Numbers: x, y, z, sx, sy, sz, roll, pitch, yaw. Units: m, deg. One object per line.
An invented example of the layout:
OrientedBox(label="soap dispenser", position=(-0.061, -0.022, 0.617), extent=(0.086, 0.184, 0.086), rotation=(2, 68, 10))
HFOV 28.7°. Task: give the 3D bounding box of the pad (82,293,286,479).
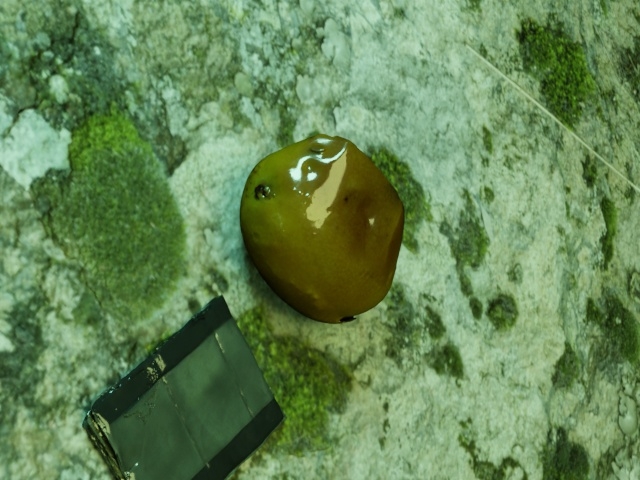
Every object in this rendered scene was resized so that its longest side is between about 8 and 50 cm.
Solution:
OrientedBox(label="pad", position=(-0.133, 0.186, 1.312), extent=(0.233, 0.022, 0.174), rotation=(-41, 111, -45))

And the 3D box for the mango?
OrientedBox(label="mango", position=(0.000, 0.000, 1.418), extent=(0.236, 0.136, 0.166), rotation=(45, 66, -37))
